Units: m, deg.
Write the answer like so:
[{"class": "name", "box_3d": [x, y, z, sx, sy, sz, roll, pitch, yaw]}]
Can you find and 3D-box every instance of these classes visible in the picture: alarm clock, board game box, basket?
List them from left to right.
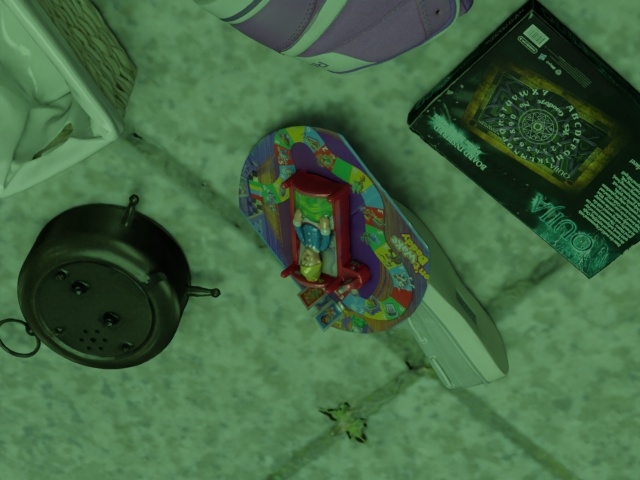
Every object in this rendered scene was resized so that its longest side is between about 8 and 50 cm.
[{"class": "basket", "box_3d": [-0.215, -0.134, 0.954, 0.113, 0.103, 0.167, -24, 117, 22]}, {"class": "alarm clock", "box_3d": [-0.185, 0.049, 1.099, 0.192, 0.064, 0.129, -28, 115, 28]}, {"class": "board game box", "box_3d": [0.000, 0.000, 1.006, 0.168, 0.033, 0.133, 52, 136, -1]}, {"class": "board game box", "box_3d": [0.170, -0.067, 0.984, 0.186, 0.026, 0.126, 39, 121, -17]}]

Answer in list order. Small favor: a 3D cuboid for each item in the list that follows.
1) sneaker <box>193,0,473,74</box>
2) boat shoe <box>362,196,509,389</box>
[{"class": "sneaker", "box_3d": [0.061, -0.225, 0.871, 0.161, 0.102, 0.282, 27, 120, -32]}, {"class": "boat shoe", "box_3d": [0.075, 0.045, 1.057, 0.063, 0.066, 0.184, -26, 126, 22]}]
